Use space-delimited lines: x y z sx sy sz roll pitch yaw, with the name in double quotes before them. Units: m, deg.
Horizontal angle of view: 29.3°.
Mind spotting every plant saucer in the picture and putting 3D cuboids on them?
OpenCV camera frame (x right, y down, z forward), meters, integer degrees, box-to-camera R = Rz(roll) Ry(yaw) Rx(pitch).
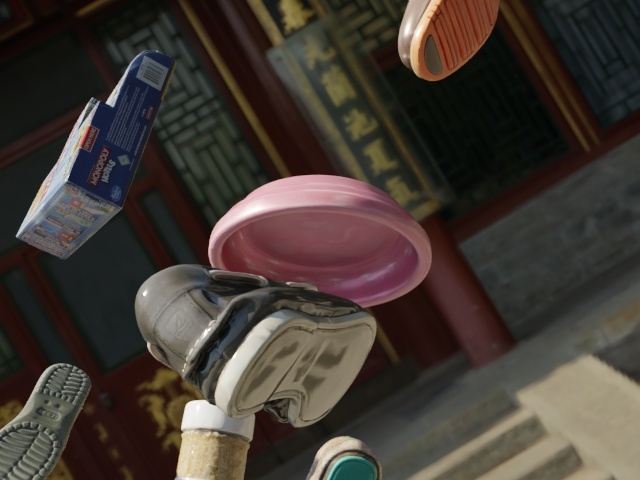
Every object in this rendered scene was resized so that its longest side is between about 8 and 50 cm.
"plant saucer" 0.000 0.000 1.833 0.332 0.084 0.332 1 -30 1

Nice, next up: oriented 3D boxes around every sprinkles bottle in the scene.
"sprinkles bottle" -0.192 0.447 2.010 0.121 0.355 0.121 7 -19 3

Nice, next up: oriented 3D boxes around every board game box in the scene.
"board game box" -0.231 -0.073 1.213 0.194 0.060 0.194 -41 27 47

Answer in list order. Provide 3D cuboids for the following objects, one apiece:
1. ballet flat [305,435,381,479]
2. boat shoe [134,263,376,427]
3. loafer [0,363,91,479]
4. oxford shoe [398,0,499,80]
"ballet flat" -0.010 0.385 1.516 0.316 0.107 0.106 -64 17 6
"boat shoe" -0.038 0.071 0.910 0.112 0.095 0.335 -54 -16 1
"loafer" -0.388 0.280 1.662 0.251 0.094 0.087 -59 -7 -48
"oxford shoe" 0.149 -0.334 1.484 0.132 0.130 0.364 7 53 26
